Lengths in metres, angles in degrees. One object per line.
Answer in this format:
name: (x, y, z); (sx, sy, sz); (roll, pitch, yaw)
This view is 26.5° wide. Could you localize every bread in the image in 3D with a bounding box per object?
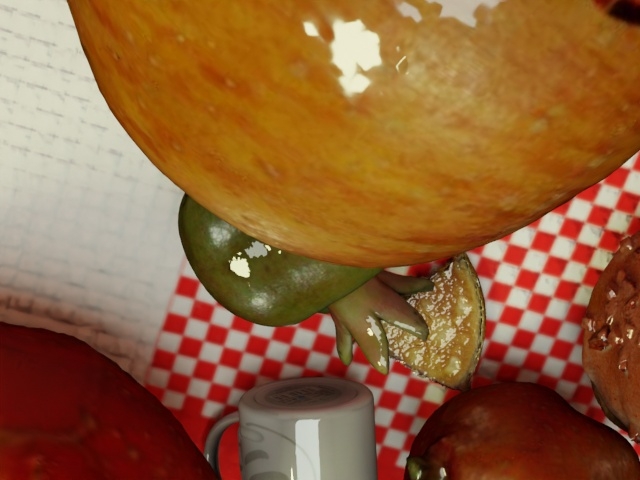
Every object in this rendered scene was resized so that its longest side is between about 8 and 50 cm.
bread: (0.292, 0.065, 0.948); (0.212, 0.142, 0.224); (-26, 113, -7)

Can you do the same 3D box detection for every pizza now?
pizza: (0.085, 0.051, 0.986); (0.100, 0.029, 0.099); (24, 103, -15)

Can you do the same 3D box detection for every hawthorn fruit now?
hawthorn fruit: (-0.187, 0.193, 0.888); (0.307, 0.265, 0.265); (13, 119, 32)
hawthorn fruit: (0.135, 0.183, 0.959); (0.188, 0.169, 0.169); (21, 115, -45)

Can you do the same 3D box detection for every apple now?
apple: (0.052, -0.192, 0.681); (0.333, 0.400, 0.400); (44, 105, -9)

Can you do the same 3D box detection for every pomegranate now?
pomegranate: (0.000, 0.000, 0.907); (0.152, 0.131, 0.191); (-34, 125, 16)

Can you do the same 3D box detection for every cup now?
cup: (-0.026, 0.174, 0.981); (0.136, 0.099, 0.133); (-1, 101, 7)
